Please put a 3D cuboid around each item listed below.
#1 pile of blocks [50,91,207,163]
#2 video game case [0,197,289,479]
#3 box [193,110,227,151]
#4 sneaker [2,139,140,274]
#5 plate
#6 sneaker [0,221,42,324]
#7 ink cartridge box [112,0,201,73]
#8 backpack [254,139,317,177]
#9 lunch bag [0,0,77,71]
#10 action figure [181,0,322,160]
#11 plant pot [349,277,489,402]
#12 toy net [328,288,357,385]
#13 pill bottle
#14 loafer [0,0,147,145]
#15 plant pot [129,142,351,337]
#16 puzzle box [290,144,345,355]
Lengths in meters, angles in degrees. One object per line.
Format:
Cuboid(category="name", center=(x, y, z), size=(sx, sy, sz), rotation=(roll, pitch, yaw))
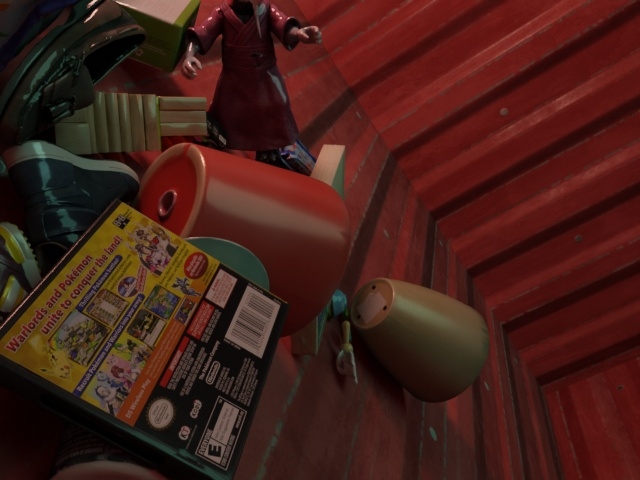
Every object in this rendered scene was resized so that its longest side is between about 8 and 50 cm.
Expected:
Cuboid(category="pile of blocks", center=(-0.311, -0.158, 0.952), size=(0.362, 0.149, 0.112), rotation=(-19, 109, -62))
Cuboid(category="video game case", center=(-0.169, 0.095, 0.674), size=(0.248, 0.035, 0.274), rotation=(33, 32, -10))
Cuboid(category="box", center=(-0.225, -0.187, 1.198), size=(0.062, 0.083, 0.052), rotation=(46, 26, -35))
Cuboid(category="sneaker", center=(-0.294, -0.025, 0.821), size=(0.163, 0.086, 0.226), rotation=(69, 17, 9))
Cuboid(category="plate", center=(-0.159, 0.077, 0.842), size=(0.188, 0.188, 0.024), rotation=(44, 15, -36))
Cuboid(category="sneaker", center=(-0.320, 0.076, 0.663), size=(0.084, 0.070, 0.185), rotation=(-33, 95, -50))
Cuboid(category="ink cartridge box", center=(-0.372, -0.429, 1.196), size=(0.256, 0.097, 0.188), rotation=(18, 33, -10))
Cuboid(category="backpack", center=(-0.080, -0.181, 1.488), size=(0.158, 0.117, 0.173), rotation=(45, 22, -36))
Cuboid(category="lunch bag", center=(-0.448, -0.396, 0.768), size=(0.328, 0.239, 0.385), rotation=(48, 10, -30))
Cuboid(category="action figure", center=(-0.124, -0.354, 1.234), size=(0.275, 0.248, 0.369), rotation=(-91, -177, -58))
Cuboid(category="plant pot", center=(0.203, 0.204, 1.472), size=(0.274, 0.257, 0.256), rotation=(35, 31, -34))
Cuboid(category="toy net", center=(0.045, 0.212, 1.360), size=(0.122, 0.045, 0.232), rotation=(81, 2, -48))
Cuboid(category="pill bottle", center=(-0.199, 0.172, 0.702), size=(0.130, 0.131, 0.245), rotation=(47, 24, -31))
Cuboid(category="loafer", center=(-0.290, -0.205, 0.765), size=(0.084, 0.096, 0.267), rotation=(28, 50, -14))
Cuboid(category="plant pot", center=(-0.134, -0.010, 0.950), size=(0.243, 0.275, 0.274), rotation=(25, 39, -41))
Cuboid(category="puzzle box", center=(0.000, 0.000, 1.288), size=(0.408, 0.052, 0.271), rotation=(-71, 164, -61))
